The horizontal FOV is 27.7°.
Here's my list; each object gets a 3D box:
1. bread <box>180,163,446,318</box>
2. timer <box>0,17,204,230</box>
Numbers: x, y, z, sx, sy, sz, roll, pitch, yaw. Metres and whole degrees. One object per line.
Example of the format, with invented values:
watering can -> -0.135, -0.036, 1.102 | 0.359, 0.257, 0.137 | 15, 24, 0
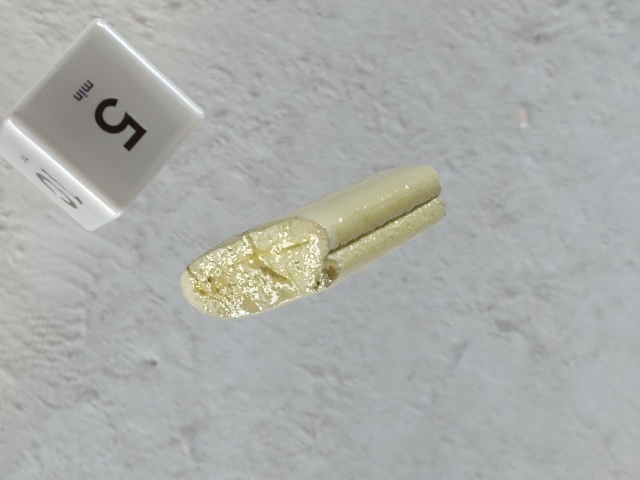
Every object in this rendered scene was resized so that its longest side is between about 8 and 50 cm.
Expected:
bread -> 0.000, 0.000, 0.943 | 0.178, 0.139, 0.060 | -27, 94, -53
timer -> -0.302, -0.150, 1.741 | 0.195, 0.192, 0.194 | 43, 71, -12
